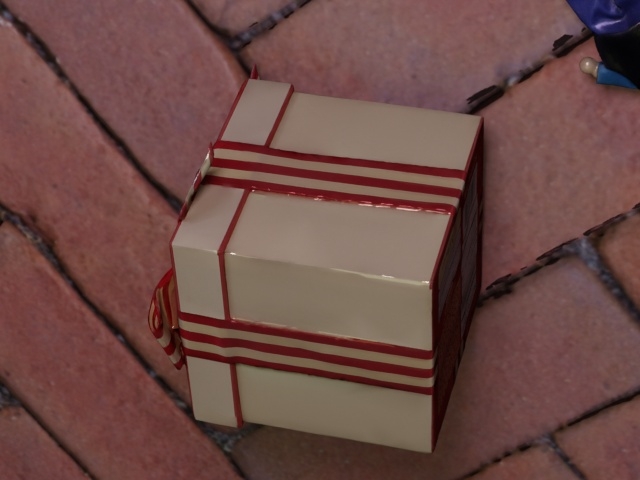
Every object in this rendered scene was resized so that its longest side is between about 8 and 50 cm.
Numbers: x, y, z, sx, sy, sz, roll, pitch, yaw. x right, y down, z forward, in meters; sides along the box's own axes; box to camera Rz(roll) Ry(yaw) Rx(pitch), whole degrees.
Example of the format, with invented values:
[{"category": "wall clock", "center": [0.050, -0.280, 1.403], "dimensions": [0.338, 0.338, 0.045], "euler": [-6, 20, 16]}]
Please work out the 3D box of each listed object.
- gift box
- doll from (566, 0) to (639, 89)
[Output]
[{"category": "gift box", "center": [0.000, 0.000, 1.685], "dimensions": [0.258, 0.255, 0.276], "euler": [7, 130, 13]}, {"category": "doll", "center": [0.265, -0.181, 1.592], "dimensions": [0.129, 0.046, 0.189], "euler": [-25, 110, 32]}]
